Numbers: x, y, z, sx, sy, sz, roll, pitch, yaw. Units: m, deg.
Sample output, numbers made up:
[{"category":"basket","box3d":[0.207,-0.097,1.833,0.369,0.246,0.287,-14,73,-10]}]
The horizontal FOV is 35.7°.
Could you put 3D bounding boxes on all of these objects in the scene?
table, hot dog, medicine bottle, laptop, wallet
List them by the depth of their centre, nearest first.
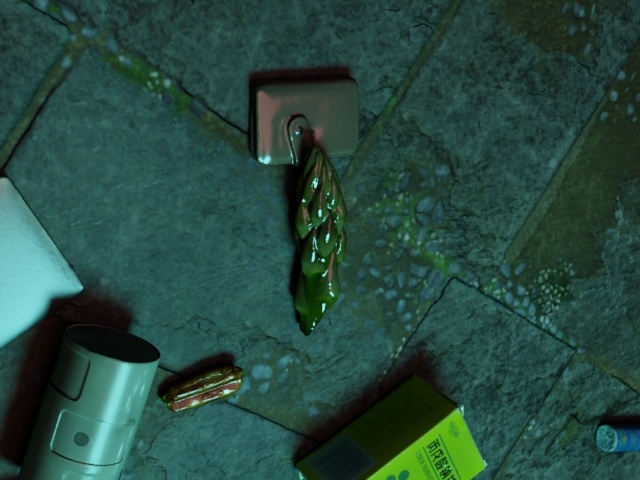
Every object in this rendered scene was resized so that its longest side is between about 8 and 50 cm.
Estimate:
[{"category":"laptop","box3d":[-0.441,0.067,1.191,0.269,0.015,0.188,-35,120,-12]},{"category":"table","box3d":[-0.295,0.229,1.261,0.126,0.126,0.220,15,99,-31]},{"category":"wallet","box3d":[-0.020,-0.158,1.319,0.152,0.039,0.118,-9,109,-26]},{"category":"hot dog","box3d":[-0.163,0.203,1.376,0.122,0.037,0.049,-15,126,-17]},{"category":"medicine bottle","box3d":[0.106,0.338,1.502,0.250,0.141,0.137,-34,117,-13]},{"category":"medicine bottle","box3d":[0.587,0.359,1.811,0.191,0.051,0.051,5,105,-28]}]

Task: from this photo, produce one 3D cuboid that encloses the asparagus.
[{"category":"asparagus","box3d":[0.000,0.000,1.357,0.080,0.080,0.287,-16,120,-22]}]
